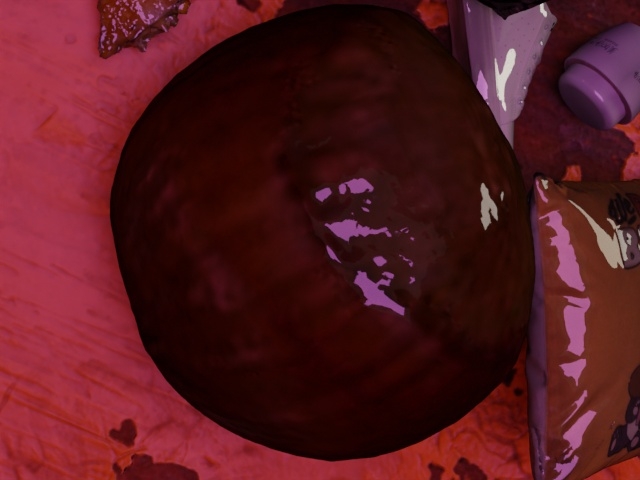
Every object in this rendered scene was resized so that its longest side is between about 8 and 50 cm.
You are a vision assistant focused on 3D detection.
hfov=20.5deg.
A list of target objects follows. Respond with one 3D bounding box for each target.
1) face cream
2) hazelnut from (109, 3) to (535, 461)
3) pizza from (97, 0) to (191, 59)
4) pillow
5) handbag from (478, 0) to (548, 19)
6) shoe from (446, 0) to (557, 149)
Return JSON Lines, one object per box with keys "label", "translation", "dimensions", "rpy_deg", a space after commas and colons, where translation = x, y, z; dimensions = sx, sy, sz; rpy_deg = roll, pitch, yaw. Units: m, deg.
{"label": "face cream", "translation": [0.296, -0.166, 1.791], "dimensions": [0.095, 0.091, 0.091], "rpy_deg": [-44, 101, -11]}
{"label": "hazelnut", "translation": [0.000, 0.000, 1.633], "dimensions": [0.421, 0.353, 0.421], "rpy_deg": [10, 114, 24]}
{"label": "pizza", "translation": [-0.163, -0.263, 1.712], "dimensions": [0.188, 0.062, 0.199], "rpy_deg": [30, 96, 0]}
{"label": "pillow", "translation": [0.297, 0.081, 1.753], "dimensions": [0.310, 0.119, 0.312], "rpy_deg": [-7, 97, -47]}
{"label": "handbag", "translation": [0.281, -0.403, 1.605], "dimensions": [0.180, 0.317, 0.416], "rpy_deg": [36, 82, -10]}
{"label": "shoe", "translation": [0.189, -0.190, 1.767], "dimensions": [0.110, 0.095, 0.265], "rpy_deg": [-8, 95, -10]}
